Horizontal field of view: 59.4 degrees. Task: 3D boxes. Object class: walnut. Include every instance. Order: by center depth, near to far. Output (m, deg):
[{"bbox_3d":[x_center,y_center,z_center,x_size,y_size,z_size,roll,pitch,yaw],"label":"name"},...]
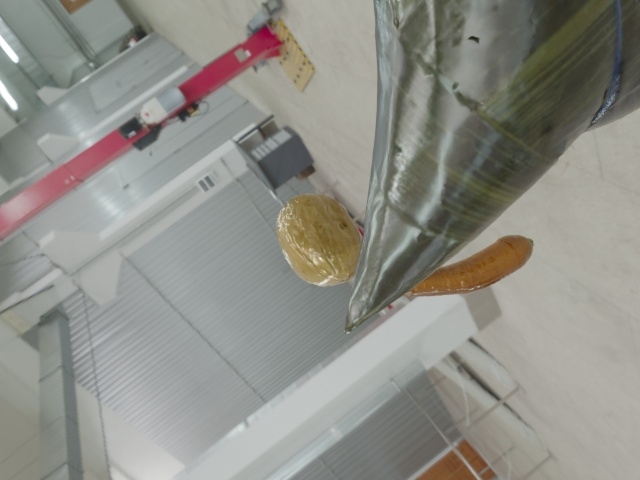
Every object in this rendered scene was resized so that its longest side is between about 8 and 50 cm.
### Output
[{"bbox_3d":[0.000,0.000,1.128,0.197,0.165,0.165,62,177,13],"label":"walnut"}]

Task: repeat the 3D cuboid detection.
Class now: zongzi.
[{"bbox_3d":[0.069,-0.183,0.412,0.403,0.432,0.208,47,177,-28],"label":"zongzi"}]

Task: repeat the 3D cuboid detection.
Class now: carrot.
[{"bbox_3d":[0.214,0.053,0.869,0.066,0.271,0.062,80,167,-53],"label":"carrot"}]
